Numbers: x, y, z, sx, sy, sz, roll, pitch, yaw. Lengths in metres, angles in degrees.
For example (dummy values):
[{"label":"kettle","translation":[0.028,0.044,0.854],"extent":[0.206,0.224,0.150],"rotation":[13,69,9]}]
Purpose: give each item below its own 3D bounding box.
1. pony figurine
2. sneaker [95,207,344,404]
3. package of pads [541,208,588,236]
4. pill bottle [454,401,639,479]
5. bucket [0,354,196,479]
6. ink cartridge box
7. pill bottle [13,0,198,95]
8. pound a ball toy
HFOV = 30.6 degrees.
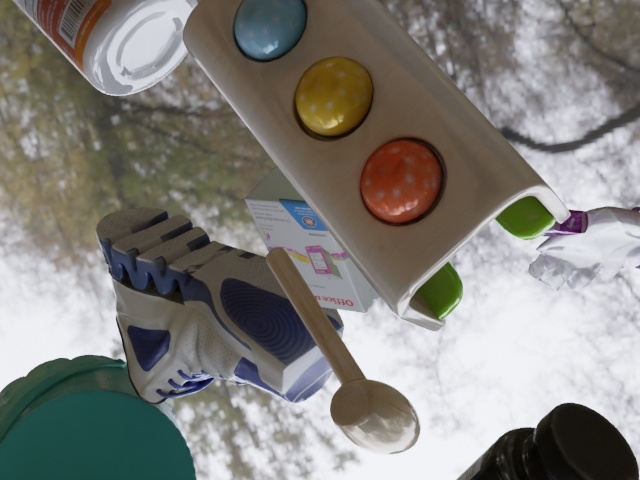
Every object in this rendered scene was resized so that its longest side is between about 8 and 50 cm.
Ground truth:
[{"label":"pony figurine","translation":[0.482,-0.001,1.479],"extent":[0.302,0.351,0.363],"rotation":[40,-129,7]},{"label":"sneaker","translation":[-0.113,0.102,1.236],"extent":[0.315,0.182,0.127],"rotation":[29,-141,34]},{"label":"package of pads","translation":[0.291,-0.022,1.464],"extent":[0.050,0.032,0.083],"rotation":[3,177,-24]},{"label":"pill bottle","translation":[0.175,0.244,1.036],"extent":[0.219,0.122,0.123],"rotation":[-53,-176,35]},{"label":"bucket","translation":[-0.282,0.281,1.394],"extent":[0.281,0.281,0.183],"rotation":[-23,-173,-15]},{"label":"ink cartridge box","translation":[0.000,0.000,1.026],"extent":[0.088,0.122,0.052],"rotation":[6,-137,39]},{"label":"pill bottle","translation":[-0.217,-0.240,1.052],"extent":[0.121,0.121,0.216],"rotation":[-31,-115,-29]},{"label":"pound a ball toy","translation":[0.011,-0.040,0.796],"extent":[0.208,0.135,0.319],"rotation":[-42,-118,10]}]
